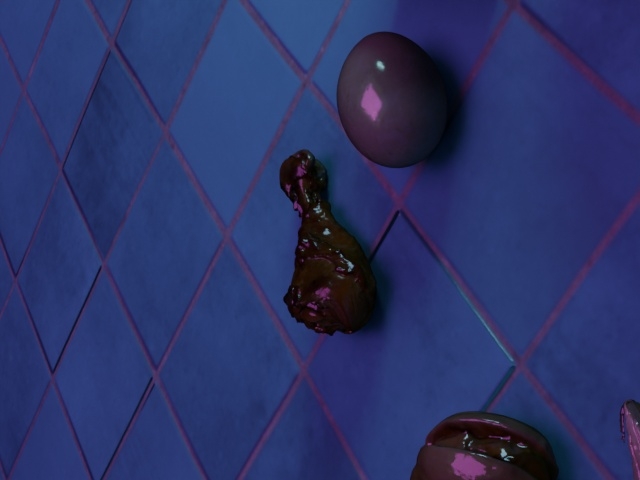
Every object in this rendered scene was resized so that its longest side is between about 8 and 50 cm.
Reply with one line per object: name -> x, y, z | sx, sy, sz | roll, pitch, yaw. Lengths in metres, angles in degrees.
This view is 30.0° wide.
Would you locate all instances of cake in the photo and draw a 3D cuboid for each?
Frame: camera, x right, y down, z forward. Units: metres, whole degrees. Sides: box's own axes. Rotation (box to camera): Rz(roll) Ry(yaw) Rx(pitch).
cake -> 0.282, 0.184, 0.962 | 0.065, 0.052, 0.121 | -33, 58, 52

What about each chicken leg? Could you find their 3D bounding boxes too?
chicken leg -> 0.001, 0.002, 1.354 | 0.107, 0.087, 0.251 | -31, 52, 23

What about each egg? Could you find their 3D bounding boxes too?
egg -> 0.073, -0.147, 1.240 | 0.114, 0.114, 0.152 | -40, 52, 43

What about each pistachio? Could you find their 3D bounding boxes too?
pistachio -> 0.148, 0.211, 1.098 | 0.149, 0.113, 0.113 | 2, 86, 47
